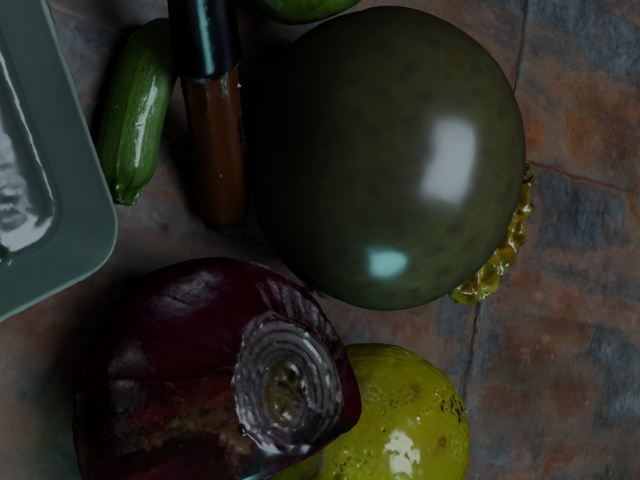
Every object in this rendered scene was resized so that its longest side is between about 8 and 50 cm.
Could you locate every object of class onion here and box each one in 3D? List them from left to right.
[{"bbox_3d":[-0.126,0.150,1.693,0.337,0.282,0.260,-23,93,-31],"label":"onion"}]

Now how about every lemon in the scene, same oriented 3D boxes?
[{"bbox_3d":[0.058,0.260,1.937,0.310,0.258,0.258,-30,119,-62],"label":"lemon"}]

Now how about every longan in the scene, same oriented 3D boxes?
[{"bbox_3d":[0.074,-0.097,1.844,0.361,0.361,0.361,-11,104,-50],"label":"longan"}]

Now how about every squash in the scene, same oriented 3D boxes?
[{"bbox_3d":[-0.203,-0.146,1.707,0.077,0.068,0.219,24,76,-59],"label":"squash"}]

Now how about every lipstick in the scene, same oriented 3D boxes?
[{"bbox_3d":[-0.122,-0.165,1.713,0.077,0.077,0.418,-50,151,-35],"label":"lipstick"}]

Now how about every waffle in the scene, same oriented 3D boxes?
[{"bbox_3d":[0.178,-0.071,2.141,0.324,0.151,0.261,48,56,-42],"label":"waffle"}]

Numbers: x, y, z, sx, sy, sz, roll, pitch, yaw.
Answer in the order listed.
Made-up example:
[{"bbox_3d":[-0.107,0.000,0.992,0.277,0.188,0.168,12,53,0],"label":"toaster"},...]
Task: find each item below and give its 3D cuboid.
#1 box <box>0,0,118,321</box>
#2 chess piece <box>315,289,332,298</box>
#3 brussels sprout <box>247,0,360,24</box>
[{"bbox_3d":[-0.402,-0.082,1.351,0.396,0.111,0.396,-29,119,-24],"label":"box"},{"bbox_3d":[0.000,0.000,1.999,0.059,0.059,0.149,-41,121,-40],"label":"chess piece"},{"bbox_3d":[-0.018,-0.372,1.807,0.244,0.244,0.244,-11,104,-50],"label":"brussels sprout"}]
